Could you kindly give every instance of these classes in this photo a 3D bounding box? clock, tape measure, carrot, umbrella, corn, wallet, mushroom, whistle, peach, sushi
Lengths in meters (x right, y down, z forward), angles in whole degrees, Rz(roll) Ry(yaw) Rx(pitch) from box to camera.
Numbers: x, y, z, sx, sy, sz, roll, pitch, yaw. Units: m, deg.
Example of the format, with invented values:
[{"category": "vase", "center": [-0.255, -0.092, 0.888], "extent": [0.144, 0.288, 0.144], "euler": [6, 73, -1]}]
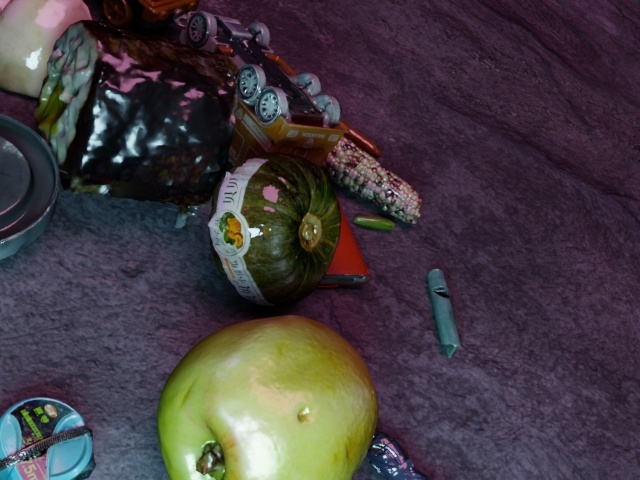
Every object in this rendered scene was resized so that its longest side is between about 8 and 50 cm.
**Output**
[{"category": "clock", "center": [-0.543, -0.085, 1.464], "extent": [0.281, 0.055, 0.280], "euler": [8, 52, -11]}, {"category": "tape measure", "center": [-0.365, 0.268, 1.234], "extent": [0.146, 0.081, 0.125], "euler": [-17, 62, -42]}, {"category": "carrot", "center": [0.027, -0.252, 2.050], "extent": [0.248, 0.043, 0.043], "euler": [35, 40, 1]}, {"category": "umbrella", "center": [0.116, 0.341, 1.475], "extent": [0.071, 0.071, 0.248], "euler": [-13, 55, -40]}, {"category": "corn", "center": [0.090, -0.133, 1.924], "extent": [0.281, 0.092, 0.092], "euler": [32, 40, -1]}, {"category": "wallet", "center": [0.000, 0.000, 1.767], "extent": [0.142, 0.045, 0.204], "euler": [1, 47, -27]}, {"category": "mushroom", "center": [-0.533, -0.381, 1.733], "extent": [0.236, 0.162, 0.173], "euler": [33, 38, 4]}, {"category": "whistle", "center": [0.230, 0.133, 1.781], "extent": [0.039, 0.039, 0.186], "euler": [14, 43, -20]}, {"category": "peach", "center": [-0.070, 0.246, 1.286], "extent": [0.282, 0.314, 0.315], "euler": [25, 35, 16]}, {"category": "sushi", "center": [-0.306, -0.206, 1.605], "extent": [0.294, 0.281, 0.299], "euler": [12, 36, -30]}]

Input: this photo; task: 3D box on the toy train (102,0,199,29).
[{"category": "toy train", "center": [-0.391, -0.585, 1.979], "extent": [0.369, 0.231, 0.163], "euler": [41, 38, 10]}]

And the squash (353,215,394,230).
[{"category": "squash", "center": [0.107, -0.035, 1.887], "extent": [0.089, 0.027, 0.027], "euler": [7, 46, -25]}]

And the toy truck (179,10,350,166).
[{"category": "toy truck", "center": [-0.138, -0.268, 1.830], "extent": [0.173, 0.207, 0.387], "euler": [-1, 41, -45]}]

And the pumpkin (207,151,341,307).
[{"category": "pumpkin", "center": [-0.085, -0.025, 1.606], "extent": [0.189, 0.260, 0.260], "euler": [10, 26, 35]}]
